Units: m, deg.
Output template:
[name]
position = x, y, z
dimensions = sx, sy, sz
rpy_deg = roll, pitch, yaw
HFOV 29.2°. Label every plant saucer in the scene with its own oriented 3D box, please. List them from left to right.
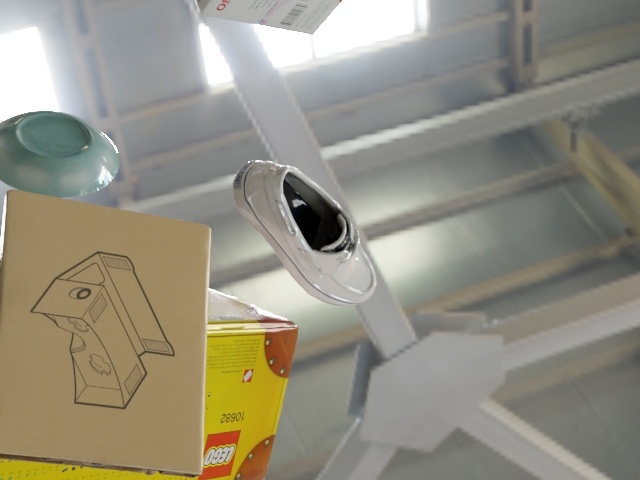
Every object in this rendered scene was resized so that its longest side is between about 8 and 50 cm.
[plant saucer]
position = -0.378, -0.135, 1.733
dimensions = 0.195, 0.037, 0.195
rpy_deg = 11, -140, -9

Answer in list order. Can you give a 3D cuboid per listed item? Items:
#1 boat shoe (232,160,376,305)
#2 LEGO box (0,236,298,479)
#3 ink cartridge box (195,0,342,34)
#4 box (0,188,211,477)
[boat shoe]
position = 0.000, 0.000, 1.451
dimensions = 0.084, 0.258, 0.095
rpy_deg = 3, -118, 44
[LEGO box]
position = -0.330, 0.126, 1.273
dimensions = 0.372, 0.193, 0.500
rpy_deg = 19, -170, 38
[ink cartridge box]
position = -0.049, -0.314, 1.414
dimensions = 0.175, 0.127, 0.072
rpy_deg = 2, -125, -43
[box]
position = -0.163, 0.070, 0.919
dimensions = 0.164, 0.021, 0.201
rpy_deg = 11, -114, -26
